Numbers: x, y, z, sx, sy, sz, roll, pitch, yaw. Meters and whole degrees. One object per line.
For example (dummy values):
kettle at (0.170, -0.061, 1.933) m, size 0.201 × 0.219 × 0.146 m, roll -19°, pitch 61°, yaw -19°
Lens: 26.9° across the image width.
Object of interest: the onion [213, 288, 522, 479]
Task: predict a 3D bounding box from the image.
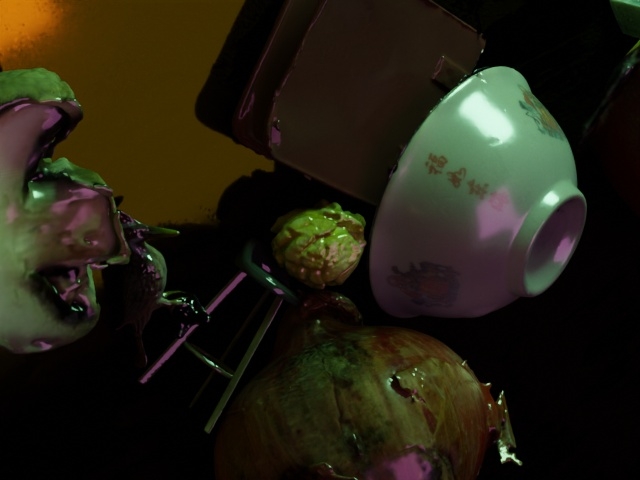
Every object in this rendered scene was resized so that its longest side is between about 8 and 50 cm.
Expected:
onion at (0.051, 0.240, 1.571) m, size 0.354 × 0.354 × 0.353 m, roll -15°, pitch 117°, yaw -32°

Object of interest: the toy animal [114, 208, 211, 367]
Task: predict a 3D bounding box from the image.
toy animal at (-0.192, 0.046, 1.483) m, size 0.105 × 0.070 × 0.202 m, roll -21°, pitch 126°, yaw -8°

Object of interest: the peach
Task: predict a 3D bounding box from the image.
peach at (0.533, -0.179, 1.762) m, size 0.339 × 0.353 × 0.416 m, roll -51°, pitch 123°, yaw -14°

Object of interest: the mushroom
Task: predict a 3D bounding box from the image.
mushroom at (-0.309, -0.034, 1.296) m, size 0.190 × 0.164 × 0.267 m, roll -28°, pitch 127°, yaw -21°

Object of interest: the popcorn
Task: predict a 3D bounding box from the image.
popcorn at (0.000, 0.000, 1.573) m, size 0.121 × 0.116 × 0.106 m, roll 25°, pitch 117°, yaw -37°

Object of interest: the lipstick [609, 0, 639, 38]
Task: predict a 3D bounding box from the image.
lipstick at (0.528, -0.404, 1.840) m, size 0.317 × 0.066 × 0.068 m, roll -45°, pitch 130°, yaw -14°

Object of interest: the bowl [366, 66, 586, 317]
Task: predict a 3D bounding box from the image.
bowl at (0.222, -0.026, 1.640) m, size 0.345 × 0.157 × 0.345 m, roll -36°, pitch 142°, yaw -34°

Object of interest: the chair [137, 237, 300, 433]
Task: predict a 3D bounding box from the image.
chair at (-0.100, 0.110, 1.558) m, size 0.221 × 0.095 × 0.104 m, roll -58°, pitch 143°, yaw -4°

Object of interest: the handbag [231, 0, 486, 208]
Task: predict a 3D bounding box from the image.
handbag at (0.052, -0.182, 1.566) m, size 0.276 × 0.084 × 0.260 m, roll 24°, pitch 91°, yaw -42°
